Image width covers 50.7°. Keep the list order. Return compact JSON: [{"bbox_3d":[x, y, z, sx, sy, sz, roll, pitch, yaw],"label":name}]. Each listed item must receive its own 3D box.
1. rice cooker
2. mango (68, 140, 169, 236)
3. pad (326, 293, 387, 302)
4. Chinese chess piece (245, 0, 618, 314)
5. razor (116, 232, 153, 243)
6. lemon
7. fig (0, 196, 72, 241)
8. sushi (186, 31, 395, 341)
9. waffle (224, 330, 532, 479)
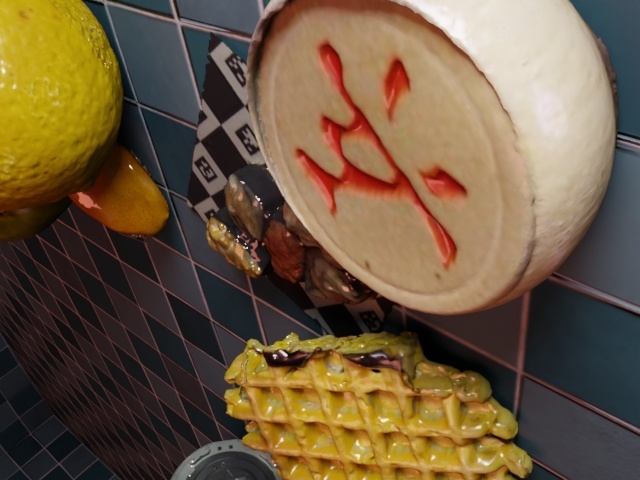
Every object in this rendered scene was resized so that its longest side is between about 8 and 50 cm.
[{"bbox_3d":[-0.158,0.498,1.206,0.227,0.241,0.280,98,159,-45],"label":"rice cooker"},{"bbox_3d":[-0.262,-0.071,0.864,0.159,0.105,0.084,37,123,-2],"label":"mango"},{"bbox_3d":[0.000,0.000,0.692,0.112,0.003,0.157,-5,119,54],"label":"pad"},{"bbox_3d":[0.063,-0.071,0.443,0.250,0.103,0.249,34,145,28],"label":"Chinese chess piece"},{"bbox_3d":[-0.308,-0.088,0.958,0.084,0.036,0.211,14,135,41],"label":"razor"},{"bbox_3d":[-0.350,-0.164,0.706,0.293,0.293,0.293,32,145,27],"label":"lemon"},{"bbox_3d":[-0.488,-0.129,1.021,0.314,0.233,0.233,-126,15,-57],"label":"fig"},{"bbox_3d":[-0.052,-0.013,0.685,0.292,0.059,0.294,42,149,13],"label":"sushi"},{"bbox_3d":[0.049,0.200,0.713,0.307,0.060,0.312,44,128,-4],"label":"waffle"}]
